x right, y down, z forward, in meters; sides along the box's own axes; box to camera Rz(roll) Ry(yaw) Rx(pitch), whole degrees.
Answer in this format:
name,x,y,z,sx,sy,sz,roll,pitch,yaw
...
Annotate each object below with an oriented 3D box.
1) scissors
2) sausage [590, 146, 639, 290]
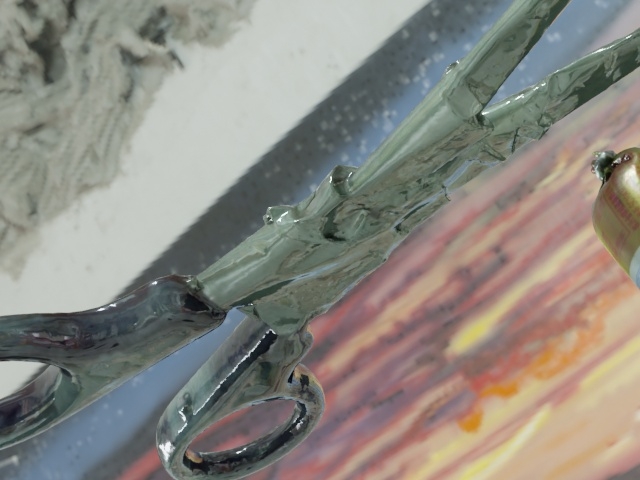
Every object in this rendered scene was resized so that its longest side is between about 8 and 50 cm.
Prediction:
name,x,y,z,sx,sy,sz,roll,pitch,yaw
scissors,0.000,0.000,0.495,0.383,0.029,0.256,-40,-34,28
sausage,0.263,0.063,0.730,0.082,0.371,0.082,-17,-43,-16
